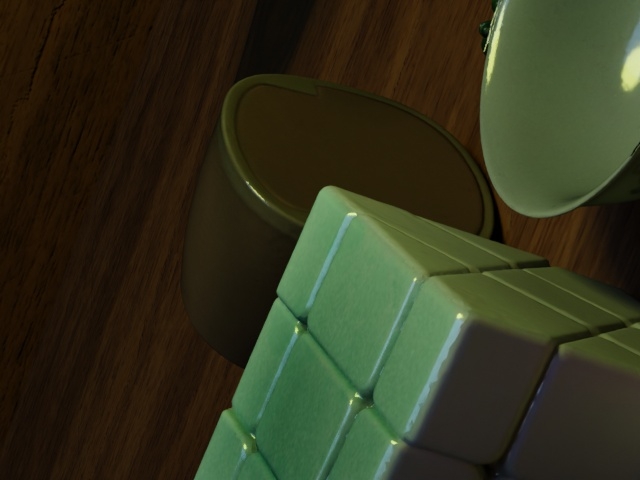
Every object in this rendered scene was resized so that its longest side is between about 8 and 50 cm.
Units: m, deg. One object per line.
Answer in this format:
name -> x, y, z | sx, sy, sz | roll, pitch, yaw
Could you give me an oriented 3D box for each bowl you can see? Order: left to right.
bowl -> 0.284, -0.162, 1.643 | 0.345, 0.157, 0.345 | -48, 32, 44

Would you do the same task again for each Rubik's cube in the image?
Rubik's cube -> 0.120, 0.182, 1.558 | 0.316, 0.318, 0.322 | -67, 24, 9

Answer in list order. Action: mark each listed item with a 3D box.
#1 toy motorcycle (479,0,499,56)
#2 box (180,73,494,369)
toy motorcycle -> 0.218, -0.261, 1.924 | 0.187, 0.124, 0.275 | -51, 27, 22
box -> 0.000, 0.000, 2.005 | 0.301, 0.301, 0.216 | -103, 33, -50
